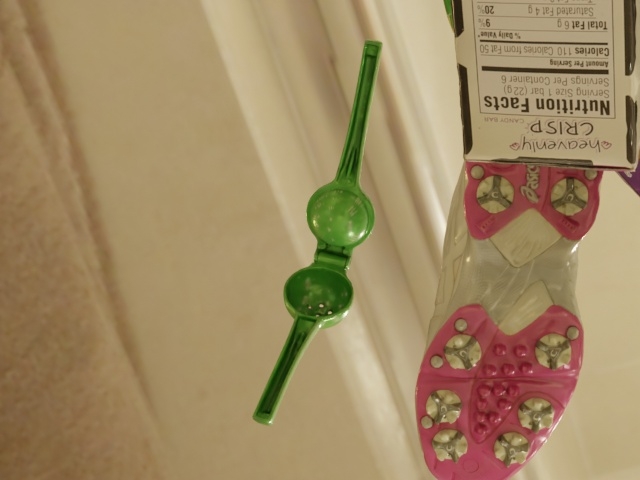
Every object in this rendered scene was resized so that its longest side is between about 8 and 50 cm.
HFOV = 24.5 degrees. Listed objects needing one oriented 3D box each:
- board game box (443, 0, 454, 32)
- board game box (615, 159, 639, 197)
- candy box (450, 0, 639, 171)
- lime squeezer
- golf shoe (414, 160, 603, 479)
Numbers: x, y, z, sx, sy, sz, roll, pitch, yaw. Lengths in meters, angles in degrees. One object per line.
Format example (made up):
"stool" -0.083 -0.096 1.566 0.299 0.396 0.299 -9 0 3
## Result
"board game box" 0.151 -0.289 1.295 0.124 0.039 0.259 -16 -123 8
"board game box" 0.288 -0.072 1.018 0.056 0.208 0.347 -42 -167 31
"candy box" 0.098 -0.164 0.553 0.071 0.233 0.159 6 -145 21
"lime squeezer" 0.000 0.000 1.159 0.058 0.110 0.310 11 -104 26
"golf shoe" 0.138 0.031 1.083 0.115 0.306 0.140 12 -166 -1
